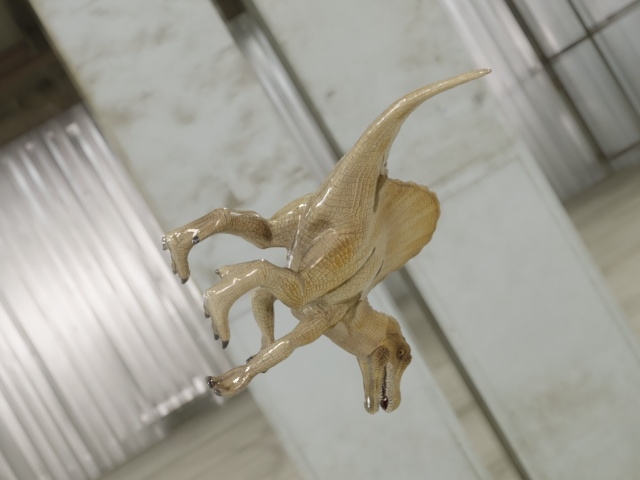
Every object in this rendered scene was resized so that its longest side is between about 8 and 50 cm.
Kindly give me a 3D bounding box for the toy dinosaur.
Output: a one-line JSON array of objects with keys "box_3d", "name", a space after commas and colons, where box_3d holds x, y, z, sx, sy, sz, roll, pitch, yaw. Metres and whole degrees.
[{"box_3d": [0.000, 0.000, 0.508, 0.093, 0.053, 0.183, -20, -32, -16], "name": "toy dinosaur"}]
